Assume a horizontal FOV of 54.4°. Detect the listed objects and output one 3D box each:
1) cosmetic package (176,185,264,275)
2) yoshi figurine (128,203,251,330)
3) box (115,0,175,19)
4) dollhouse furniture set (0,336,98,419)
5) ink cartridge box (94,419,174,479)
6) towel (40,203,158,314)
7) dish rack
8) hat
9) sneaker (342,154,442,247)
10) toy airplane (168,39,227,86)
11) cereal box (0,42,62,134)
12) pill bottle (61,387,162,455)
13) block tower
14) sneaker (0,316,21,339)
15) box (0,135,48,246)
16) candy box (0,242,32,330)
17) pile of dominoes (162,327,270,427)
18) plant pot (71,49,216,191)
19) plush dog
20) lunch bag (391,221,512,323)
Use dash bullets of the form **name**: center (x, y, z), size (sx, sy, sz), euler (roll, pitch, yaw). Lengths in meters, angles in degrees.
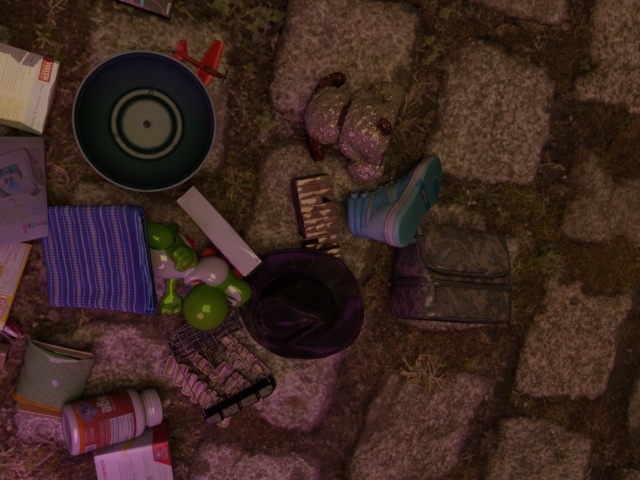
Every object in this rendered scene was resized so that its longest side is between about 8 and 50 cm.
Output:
- **cosmetic package**: center (-0.238, -0.018, 1.492), size (0.060, 0.099, 0.239), euler (-42, 88, -5)
- **yoshi figurine**: center (-0.339, 0.087, 1.459), size (0.362, 0.203, 0.203), euler (30, 91, -13)
- **box**: center (-0.408, -0.589, 1.424), size (0.162, 0.029, 0.116), euler (15, 95, -18)
- **dollhouse furniture set**: center (-0.690, 0.341, 1.412), size (0.301, 0.151, 0.198), euler (16, 116, -18)
- **ink cartridge box**: center (-0.459, 0.545, 1.546), size (0.176, 0.127, 0.128), euler (-7, 101, -14)
- **towel**: center (-0.507, 0.042, 1.388), size (0.336, 0.040, 0.243), euler (1, 101, 28)
- **dish rack**: center (-0.251, 0.312, 1.568), size (0.208, 0.074, 0.272), euler (-27, 96, -8)
- **hat**: center (-0.063, 0.174, 1.523), size (0.331, 0.134, 0.331), euler (3, 104, 13)
- **sneaker**: center (0.177, -0.120, 1.611), size (0.319, 0.208, 0.127), euler (-52, 136, -38)
- **toy airplane**: center (-0.291, -0.422, 1.482), size (0.151, 0.028, 0.151), euler (-2, 98, -15)
- **cereal box**: center (-0.714, -0.349, 1.374), size (0.240, 0.047, 0.173), euler (16, 95, -17)
- **pill bottle**: center (-0.499, 0.427, 1.499), size (0.216, 0.121, 0.121), euler (-8, 102, -35)
- **block tower**: center (0.000, 0.000, 1.595), size (0.097, 0.091, 0.336), euler (-11, 103, -12)
- **sneaker**: center (-0.782, 0.193, 1.440), size (0.170, 0.063, 0.075), euler (31, 93, -15)
- **box**: center (-0.704, -0.104, 1.296), size (0.126, 0.262, 0.231), euler (2, 98, 10)
- **candy box**: center (-0.742, 0.093, 1.416), size (0.105, 0.027, 0.206), euler (18, 74, -18)
- **pile of dominoes**: center (-0.273, 0.338, 1.621), size (0.251, 0.040, 0.196), euler (44, 87, -9)
- **plant pot**: center (-0.390, -0.263, 1.395), size (0.293, 0.196, 0.293), euler (-3, 100, -15)
- **plush dog**: center (0.068, -0.289, 1.530), size (0.225, 0.210, 0.262), euler (15, 96, 7)
- **lunch bag**: center (0.343, 0.086, 1.648), size (0.305, 0.212, 0.256), euler (5, 81, -16)
